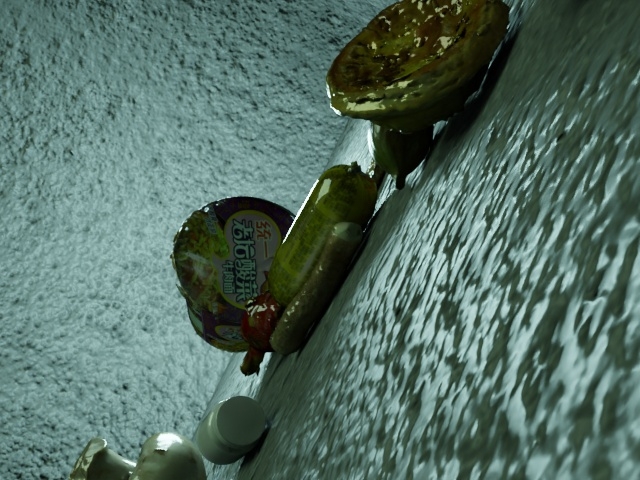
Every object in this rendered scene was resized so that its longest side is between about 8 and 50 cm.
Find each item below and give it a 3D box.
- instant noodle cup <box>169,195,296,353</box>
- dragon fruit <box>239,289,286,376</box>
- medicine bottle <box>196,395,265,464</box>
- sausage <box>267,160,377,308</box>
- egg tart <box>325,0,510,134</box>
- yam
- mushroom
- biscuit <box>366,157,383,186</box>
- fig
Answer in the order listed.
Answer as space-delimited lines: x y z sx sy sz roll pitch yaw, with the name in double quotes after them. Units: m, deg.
-0.194 0.101 2.071 0.266 0.340 0.339 110 -177 -57 "instant noodle cup"
-0.117 0.199 1.814 0.125 0.126 0.246 -77 8 -58 "dragon fruit"
-0.163 0.345 1.583 0.102 0.103 0.186 -65 5 -28 "medicine bottle"
0.000 0.000 1.624 0.347 0.123 0.123 -60 6 28 "sausage"
0.145 -0.250 1.235 0.290 0.115 0.290 -26 35 20 "egg tart"
-0.008 0.090 1.572 0.299 0.066 0.066 -60 6 28 "yam"
-0.404 0.546 1.907 0.297 0.290 0.297 -61 6 10 "mushroom"
0.105 -0.127 1.777 0.230 0.025 0.131 -66 5 -28 "biscuit"
0.125 -0.148 1.353 0.103 0.109 0.154 -22 64 50 "fig"
